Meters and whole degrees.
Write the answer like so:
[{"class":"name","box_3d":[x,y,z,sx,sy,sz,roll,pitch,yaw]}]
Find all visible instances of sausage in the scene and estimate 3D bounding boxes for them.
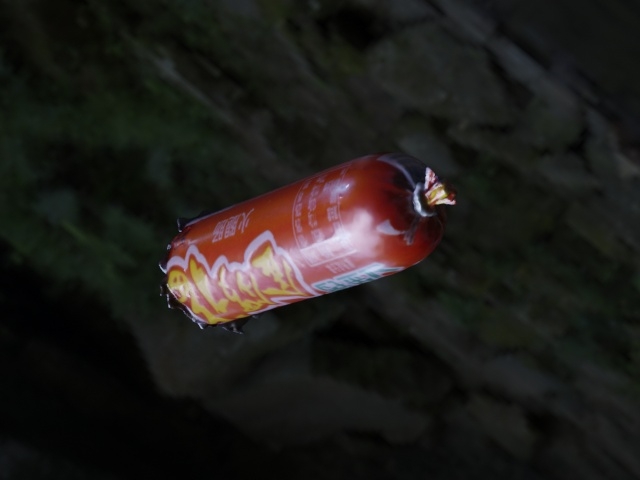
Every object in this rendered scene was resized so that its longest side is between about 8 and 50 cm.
[{"class":"sausage","box_3d":[0.000,0.000,0.640,0.145,0.048,0.050,-18,95,52]}]
